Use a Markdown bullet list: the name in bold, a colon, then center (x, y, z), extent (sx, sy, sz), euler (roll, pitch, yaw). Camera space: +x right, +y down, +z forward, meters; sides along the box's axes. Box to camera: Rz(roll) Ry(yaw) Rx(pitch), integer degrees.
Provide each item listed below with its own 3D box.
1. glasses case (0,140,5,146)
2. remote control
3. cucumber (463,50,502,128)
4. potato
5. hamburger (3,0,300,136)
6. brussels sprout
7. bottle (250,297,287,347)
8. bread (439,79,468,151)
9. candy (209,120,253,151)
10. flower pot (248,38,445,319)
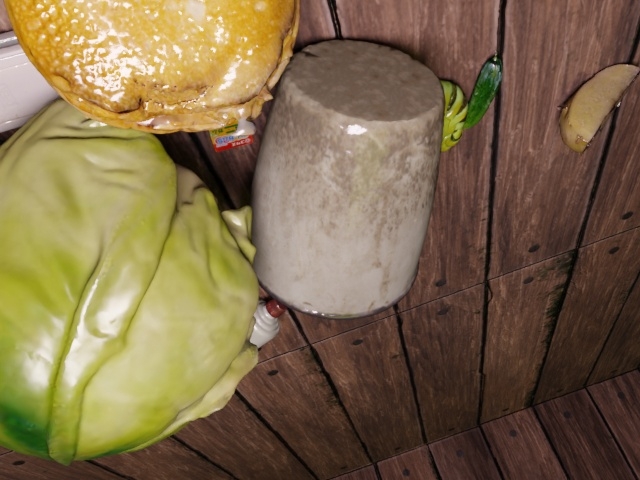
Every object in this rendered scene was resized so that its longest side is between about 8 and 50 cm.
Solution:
- **glasses case**: center (-0.404, -0.082, 0.856), extent (0.184, 0.039, 0.078), euler (20, 103, -38)
- **remote control**: center (-0.419, -0.179, 0.719), extent (0.277, 0.056, 0.103), euler (-19, 146, -11)
- **cucumber**: center (0.271, -0.245, 0.993), extent (0.039, 0.039, 0.168), euler (-9, 147, -15)
- **potato**: center (0.482, -0.242, 1.079), extent (0.172, 0.089, 0.100), euler (-56, 163, -2)
- **hamburger**: center (-0.155, -0.254, 0.591), extent (0.289, 0.170, 0.314), euler (-11, 108, -14)
- **brussels sprout**: center (-0.279, 0.085, 0.746), extent (0.342, 0.361, 0.425), euler (-13, 131, 41)
- **bottle**: center (-0.172, 0.199, 1.325), extent (0.245, 0.104, 0.104), euler (-37, 141, 24)
- **bread**: center (0.185, -0.197, 0.989), extent (0.129, 0.071, 0.139), euler (6, 138, -25)
- **candy**: center (-0.140, -0.189, 0.870), extent (0.062, 0.038, 0.122), euler (-15, 145, -6)
- **flower pot**: center (0.036, -0.092, 0.878), extent (0.293, 0.294, 0.330), euler (-8, 139, -16)
